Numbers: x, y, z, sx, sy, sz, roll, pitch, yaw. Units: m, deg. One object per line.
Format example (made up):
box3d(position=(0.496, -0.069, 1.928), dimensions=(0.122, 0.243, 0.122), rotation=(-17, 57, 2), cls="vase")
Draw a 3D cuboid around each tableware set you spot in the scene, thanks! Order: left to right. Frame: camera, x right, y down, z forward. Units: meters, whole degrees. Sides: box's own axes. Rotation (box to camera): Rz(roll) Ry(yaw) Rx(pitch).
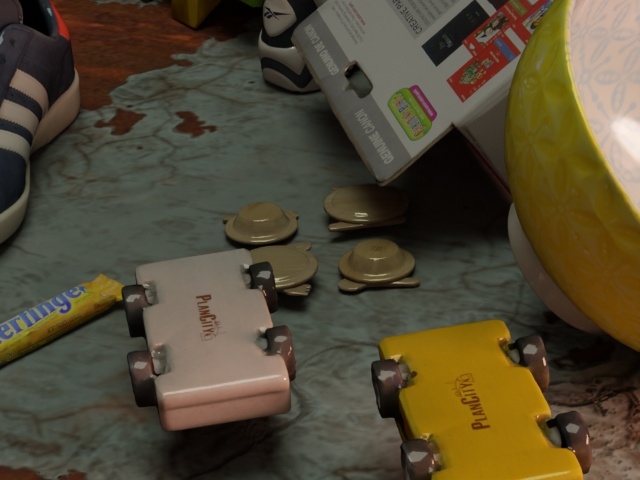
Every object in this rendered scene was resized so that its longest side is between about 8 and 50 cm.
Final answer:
box3d(position=(0.000, 0.000, 1.413), dimensions=(0.141, 0.020, 0.168), rotation=(-4, 28, -2), cls="tableware set")

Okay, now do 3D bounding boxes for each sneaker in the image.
box3d(position=(-0.284, -0.109, 1.525), dimensions=(0.131, 0.148, 0.350), rotation=(-1, 29, 7), cls="sneaker")
box3d(position=(0.034, -0.242, 1.703), dimensions=(0.235, 0.153, 0.094), rotation=(-26, 37, -32), cls="sneaker")

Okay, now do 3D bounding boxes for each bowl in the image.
box3d(position=(0.214, -0.023, 1.246), dimensions=(0.156, 0.289, 0.289), rotation=(-40, 5, 39), cls="bowl")

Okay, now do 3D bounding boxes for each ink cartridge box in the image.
box3d(position=(0.144, -0.150, 1.499), dimensions=(0.272, 0.130, 0.309), rotation=(-38, 30, 8), cls="ink cartridge box")

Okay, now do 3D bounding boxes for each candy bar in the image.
box3d(position=(-0.204, 0.062, 1.336), dimensions=(0.161, 0.018, 0.040), rotation=(-27, 35, -35), cls="candy bar")

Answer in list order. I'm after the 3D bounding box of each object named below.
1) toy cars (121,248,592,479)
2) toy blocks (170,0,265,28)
box3d(position=(0.011, 0.101, 1.168), dimensions=(0.394, 0.087, 0.176), rotation=(15, 33, 38), cls="toy cars")
box3d(position=(-0.054, -0.338, 1.906), dimensions=(0.261, 0.190, 0.381), rotation=(-10, 28, -33), cls="toy blocks")
